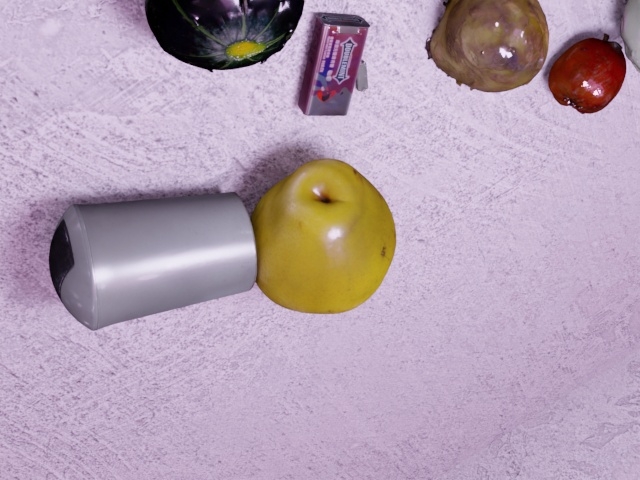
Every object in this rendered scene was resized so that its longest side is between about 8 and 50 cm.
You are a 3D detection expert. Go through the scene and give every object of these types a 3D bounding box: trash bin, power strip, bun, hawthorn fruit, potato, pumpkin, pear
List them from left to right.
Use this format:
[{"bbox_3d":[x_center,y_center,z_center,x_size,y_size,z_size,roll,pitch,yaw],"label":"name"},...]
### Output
[{"bbox_3d":[-0.386,0.036,1.717,0.431,0.280,0.280,-10,131,-23],"label":"trash bin"},{"bbox_3d":[-0.193,-0.469,1.433,0.295,0.296,0.296,-14,132,-16],"label":"pumpkin"},{"bbox_3d":[0.000,0.000,1.818,0.362,0.363,0.418,-16,152,-14],"label":"pear"},{"bbox_3d":[0.096,-0.386,1.773,0.027,0.017,0.083,-19,134,-12],"label":"power strip"},{"bbox_3d":[0.412,-0.445,1.729,0.288,0.237,0.301,7,124,-31],"label":"potato"},{"bbox_3d":[0.682,-0.431,1.928,0.185,0.185,0.202,20,99,-37],"label":"hawthorn fruit"},{"bbox_3d":[0.854,-0.532,1.904,0.293,0.187,0.293,1,87,-22],"label":"bun"}]

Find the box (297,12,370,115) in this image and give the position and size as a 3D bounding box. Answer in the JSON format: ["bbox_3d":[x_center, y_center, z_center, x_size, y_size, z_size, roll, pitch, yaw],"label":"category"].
[{"bbox_3d":[0.027,-0.389,1.701,0.120,0.069,0.224,-6,130,-23],"label":"box"}]
